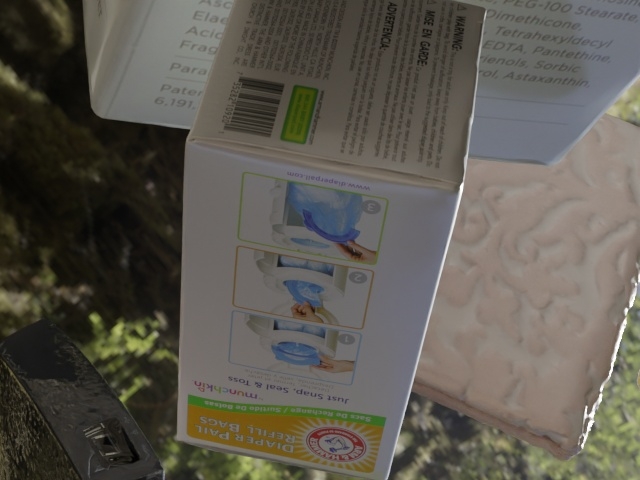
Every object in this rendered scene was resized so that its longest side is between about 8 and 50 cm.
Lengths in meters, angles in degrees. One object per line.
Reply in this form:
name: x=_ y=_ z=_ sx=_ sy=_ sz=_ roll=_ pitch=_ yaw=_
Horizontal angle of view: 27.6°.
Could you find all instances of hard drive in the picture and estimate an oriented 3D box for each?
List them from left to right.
hard drive: x=-0.178 y=0.173 z=0.914 sx=0.054 sy=0.172 sz=0.254 roll=-5 pitch=-159 yaw=-28

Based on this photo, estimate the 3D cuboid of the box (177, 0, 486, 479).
box: x=0.000 y=0.000 z=0.573 sx=0.103 sy=0.203 sz=0.114 roll=11 pitch=-133 yaw=2

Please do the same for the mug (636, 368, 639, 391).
mug: x=0.304 y=0.128 z=1.108 sx=0.062 sy=0.078 sz=0.064 roll=-22 pitch=-106 yaw=-18

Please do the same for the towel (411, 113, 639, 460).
towel: x=0.132 y=-0.009 z=1.165 sx=0.317 sy=0.053 sz=0.332 roll=22 pitch=-118 yaw=6

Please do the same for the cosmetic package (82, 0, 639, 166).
cosmetic package: x=0.061 y=-0.289 z=0.740 sx=0.394 sy=0.327 sz=0.329 roll=127 pitch=-38 yaw=-52
